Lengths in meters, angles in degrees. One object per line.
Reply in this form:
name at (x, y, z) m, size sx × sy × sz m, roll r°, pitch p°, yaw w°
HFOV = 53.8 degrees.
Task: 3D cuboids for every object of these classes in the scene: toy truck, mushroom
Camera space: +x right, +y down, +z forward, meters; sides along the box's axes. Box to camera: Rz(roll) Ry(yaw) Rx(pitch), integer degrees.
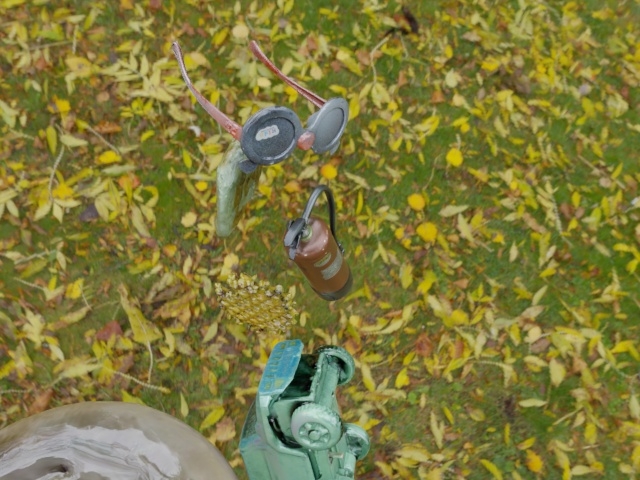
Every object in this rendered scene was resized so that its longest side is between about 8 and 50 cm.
toy truck at (-0.021, 0.281, 0.886) m, size 0.156 × 0.278 × 0.155 m, roll -6°, pitch 26°, yaw 13°
mushroom at (-0.231, 0.319, 0.569) m, size 0.363 × 0.294 × 0.362 m, roll -3°, pitch 59°, yaw 5°

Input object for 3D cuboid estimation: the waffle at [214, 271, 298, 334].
waffle at (-0.171, 0.174, 1.689) m, size 0.229 × 0.231 × 0.051 m, roll 5°, pitch 48°, yaw 16°

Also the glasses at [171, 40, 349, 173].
glasses at (-0.105, -0.233, 1.064) m, size 0.234 × 0.118 × 0.268 m, roll -20°, pitch 49°, yaw -40°

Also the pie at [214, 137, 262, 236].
pie at (-0.173, -0.119, 1.307) m, size 0.054 × 0.240 × 0.240 m, roll 19°, pitch 62°, yaw 3°

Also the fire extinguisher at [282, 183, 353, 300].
fire extinguisher at (-0.011, 0.003, 1.513) m, size 0.113 × 0.376 × 0.200 m, roll -6°, pitch 66°, yaw 13°
